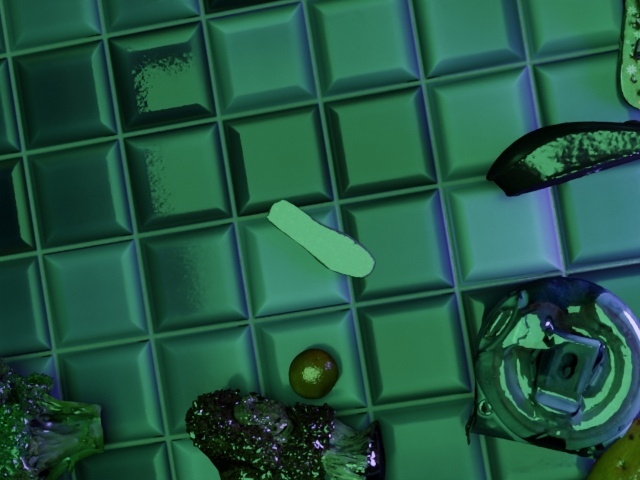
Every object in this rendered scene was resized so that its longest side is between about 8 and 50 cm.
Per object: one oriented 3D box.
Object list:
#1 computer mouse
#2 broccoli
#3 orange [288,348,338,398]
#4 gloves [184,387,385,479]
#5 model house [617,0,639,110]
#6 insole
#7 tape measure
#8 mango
[{"bbox_3d":[0.385,-0.137,1.426,0.296,0.168,0.087,-15,86,3],"label":"computer mouse"},{"bbox_3d":[-0.469,0.322,1.486,0.275,0.308,0.307,-9,88,-18],"label":"broccoli"},{"bbox_3d":[-0.011,0.210,1.513,0.085,0.085,0.084,0,90,6],"label":"orange"},{"bbox_3d":[-0.053,0.311,1.451,0.313,0.210,0.135,14,114,7],"label":"gloves"},{"bbox_3d":[0.599,-0.289,1.409,0.294,0.154,0.206,5,89,6],"label":"model house"},{"bbox_3d":[0.000,0.000,1.544,0.192,0.010,0.063,33,92,6],"label":"insole"},{"bbox_3d":[0.356,0.191,1.436,0.256,0.147,0.274,11,92,6],"label":"tape measure"},{"bbox_3d":[0.481,0.359,1.438,0.147,0.109,0.227,37,94,3],"label":"mango"}]
